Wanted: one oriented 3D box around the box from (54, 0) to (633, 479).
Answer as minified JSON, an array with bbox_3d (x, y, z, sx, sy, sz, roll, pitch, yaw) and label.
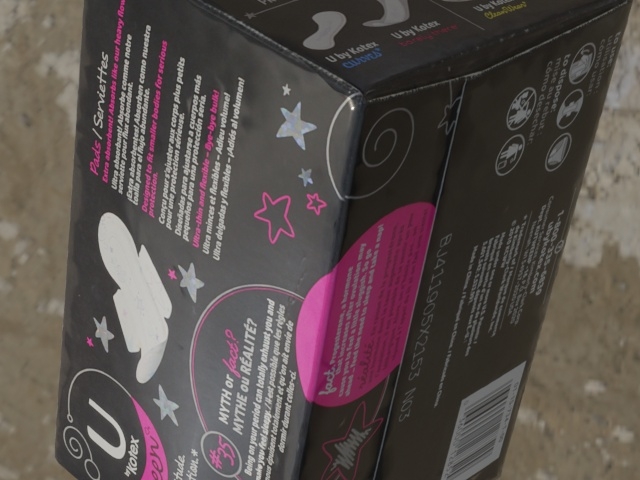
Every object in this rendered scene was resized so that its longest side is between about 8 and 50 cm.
[{"bbox_3d":[0.000,0.000,0.612,0.142,0.163,0.247,34,130,31],"label":"box"}]
